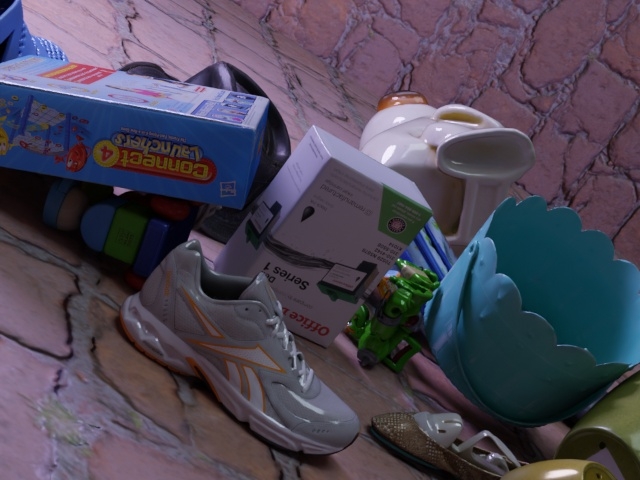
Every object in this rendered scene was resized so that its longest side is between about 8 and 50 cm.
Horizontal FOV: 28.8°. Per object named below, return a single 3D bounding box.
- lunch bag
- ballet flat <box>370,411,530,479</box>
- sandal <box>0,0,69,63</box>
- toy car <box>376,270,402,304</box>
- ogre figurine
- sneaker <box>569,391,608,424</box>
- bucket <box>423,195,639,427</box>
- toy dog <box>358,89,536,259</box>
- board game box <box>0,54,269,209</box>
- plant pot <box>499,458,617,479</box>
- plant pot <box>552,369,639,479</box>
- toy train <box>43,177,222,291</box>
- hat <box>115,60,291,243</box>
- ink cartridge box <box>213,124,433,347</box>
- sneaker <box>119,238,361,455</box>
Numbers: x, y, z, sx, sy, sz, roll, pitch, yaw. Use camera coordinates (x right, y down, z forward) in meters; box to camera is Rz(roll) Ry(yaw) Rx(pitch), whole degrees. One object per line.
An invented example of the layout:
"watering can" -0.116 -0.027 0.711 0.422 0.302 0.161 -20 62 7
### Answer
"lunch bag" 0.149 0.038 1.822 0.219 0.090 0.176 60 14 0
"ballet flat" 0.152 0.229 1.381 0.206 0.067 0.073 30 15 -18
"sandal" -0.401 -0.248 1.523 0.126 0.138 0.317 37 12 15
"toy car" 0.081 0.062 1.638 0.122 0.040 0.060 -7 79 -68
"ogre figurine" 0.095 0.097 1.574 0.097 0.118 0.197 28 14 -10
"sneaker" 0.449 0.260 1.929 0.118 0.083 0.222 41 16 22
"bucket" 0.283 0.101 1.639 0.281 0.183 0.281 22 41 -20
"toy dog" 0.177 -0.111 2.242 0.395 0.285 0.408 -3 20 -1
"board game box" -0.217 -0.128 1.382 0.302 0.086 0.308 10 12 -1
"plant pot" 0.265 0.284 1.309 0.134 0.095 0.134 28 41 -28
"plant pot" 0.430 0.276 1.548 0.293 0.275 0.275 -4 39 -44
"toy train" -0.204 -0.035 1.383 0.143 0.105 0.248 22 14 3
"hat" -0.133 -0.151 1.690 0.331 0.134 0.331 37 26 -22
"ink cartridge box" 0.000 0.000 1.471 0.160 0.219 0.092 27 20 -28
"sneaker" -0.060 0.102 1.198 0.262 0.121 0.099 34 15 -5
